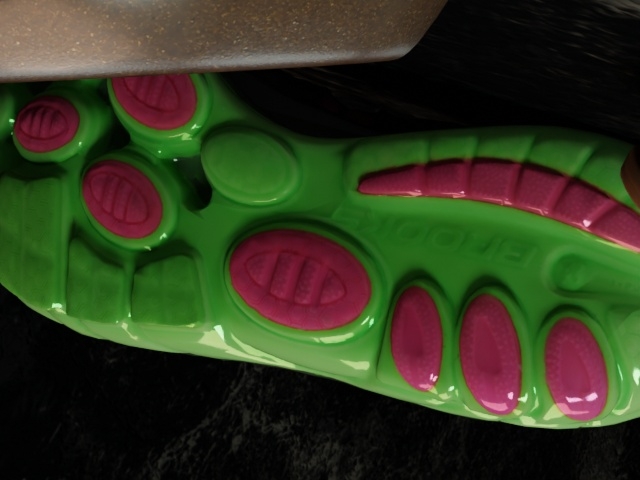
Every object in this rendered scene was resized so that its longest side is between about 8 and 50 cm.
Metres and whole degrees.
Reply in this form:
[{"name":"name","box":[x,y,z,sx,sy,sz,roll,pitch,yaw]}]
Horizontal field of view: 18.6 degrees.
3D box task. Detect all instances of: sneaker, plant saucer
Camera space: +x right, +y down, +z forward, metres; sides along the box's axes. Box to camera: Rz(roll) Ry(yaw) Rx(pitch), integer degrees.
[{"name":"sneaker","box":[0.000,0.000,1.022,0.482,0.185,0.202,22,177,32]},{"name":"plant saucer","box":[-0.046,-0.055,0.481,0.168,0.029,0.168,-3,-173,0]}]

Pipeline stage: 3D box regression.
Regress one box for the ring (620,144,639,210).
[{"name":"ring","box":[0.244,0.055,0.619,0.336,0.032,0.336,29,-165,-8]}]
